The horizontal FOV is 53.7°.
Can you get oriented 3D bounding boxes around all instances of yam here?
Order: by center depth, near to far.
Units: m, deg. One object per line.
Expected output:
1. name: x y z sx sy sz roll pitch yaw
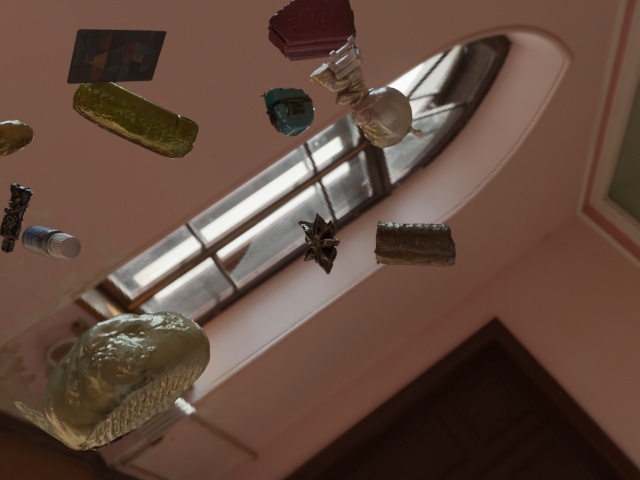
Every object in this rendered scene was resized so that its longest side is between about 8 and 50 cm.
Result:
1. yam: 0.286 0.011 1.902 0.129 0.238 0.128 68 26 -62

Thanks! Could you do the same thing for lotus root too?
1. lotus root: -1.080 -0.348 2.157 0.118 0.125 0.221 52 37 3

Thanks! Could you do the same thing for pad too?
1. pad: -0.448 -0.405 1.399 0.003 0.211 0.143 52 -47 22

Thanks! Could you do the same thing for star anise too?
1. star anise: 0.000 -0.001 2.237 0.209 0.089 0.232 -44 -124 43

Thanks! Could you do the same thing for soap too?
1. soap: -0.028 -0.616 1.849 0.099 0.249 0.162 104 -25 -72

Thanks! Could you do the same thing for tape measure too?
1. tape measure: -0.083 -0.352 1.739 0.081 0.146 0.125 -30 -105 57

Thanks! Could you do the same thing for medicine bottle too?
1. medicine bottle: -0.767 0.008 1.809 0.203 0.084 0.083 12 -34 36

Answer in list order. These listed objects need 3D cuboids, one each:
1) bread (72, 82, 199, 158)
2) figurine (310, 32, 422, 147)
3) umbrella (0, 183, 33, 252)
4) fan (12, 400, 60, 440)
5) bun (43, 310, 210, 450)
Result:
1. bread: -0.550 -0.355 1.905 0.383 0.112 0.166 24 -32 -34
2. figurine: 0.110 -0.305 1.362 0.257 0.144 0.182 46 1 -18
3. umbrella: -0.960 -0.064 1.988 0.066 0.236 0.059 25 18 10
4. fan: -0.722 0.480 1.658 0.131 0.009 0.240 9 -38 22
5. bun: -0.421 0.278 1.362 0.211 0.359 0.360 53 -7 15
